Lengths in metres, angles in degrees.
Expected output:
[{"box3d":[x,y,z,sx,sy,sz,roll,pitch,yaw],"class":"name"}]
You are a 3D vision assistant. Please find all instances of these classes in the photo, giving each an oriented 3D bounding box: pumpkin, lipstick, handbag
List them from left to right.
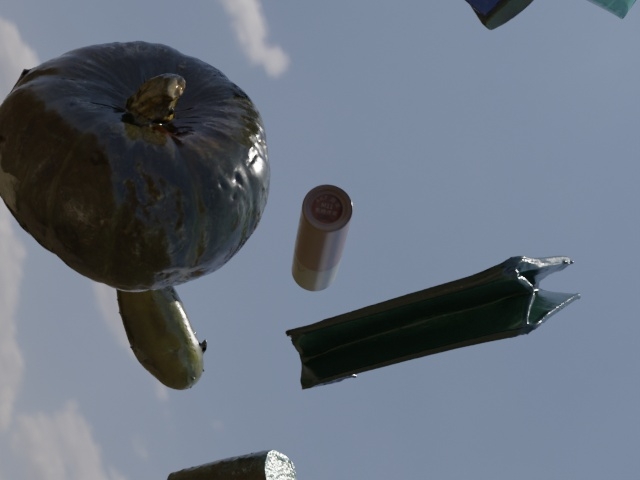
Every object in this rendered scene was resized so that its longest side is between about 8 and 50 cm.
[{"box3d":[-0.159,-0.080,1.455,0.260,0.260,0.189,57,-35,34],"class":"pumpkin"},{"box3d":[0.000,0.000,2.286,0.254,0.070,0.070,102,-36,-69],"class":"lipstick"},{"box3d":[0.139,0.100,1.992,0.238,0.326,0.089,-8,80,-65],"class":"handbag"}]

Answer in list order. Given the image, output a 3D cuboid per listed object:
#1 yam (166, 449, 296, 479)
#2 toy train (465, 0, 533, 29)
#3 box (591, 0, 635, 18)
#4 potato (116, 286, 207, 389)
[{"box3d":[-0.110,0.298,1.986,0.169,0.068,0.068,-15,-82,33],"class":"yam"},{"box3d":[0.154,-0.410,2.060,0.202,0.131,0.299,32,25,-43],"class":"toy train"},{"box3d":[0.231,-0.358,1.760,0.205,0.118,0.311,38,14,26],"class":"box"},{"box3d":[-0.211,0.103,2.073,0.105,0.085,0.188,-7,-76,45],"class":"potato"}]
